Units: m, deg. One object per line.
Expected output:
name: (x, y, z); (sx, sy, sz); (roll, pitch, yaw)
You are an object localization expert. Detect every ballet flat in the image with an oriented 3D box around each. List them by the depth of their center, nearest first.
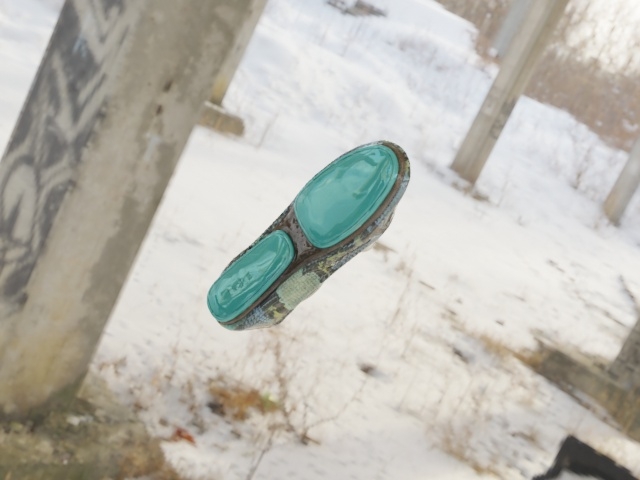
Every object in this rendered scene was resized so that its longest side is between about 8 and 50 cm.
ballet flat: (0.000, 0.000, 0.706); (0.070, 0.188, 0.070); (40, 27, -26)
